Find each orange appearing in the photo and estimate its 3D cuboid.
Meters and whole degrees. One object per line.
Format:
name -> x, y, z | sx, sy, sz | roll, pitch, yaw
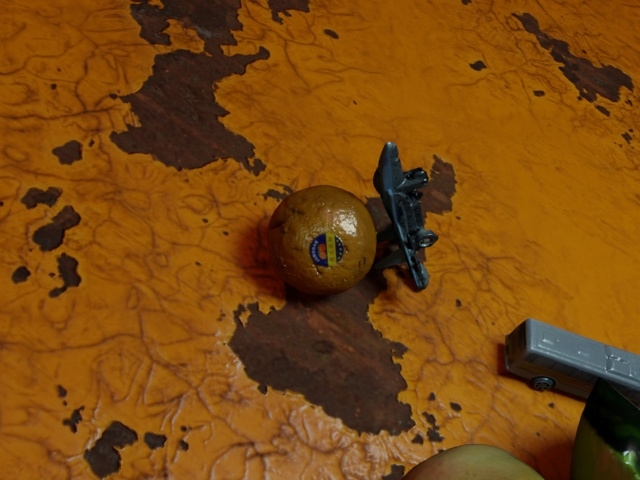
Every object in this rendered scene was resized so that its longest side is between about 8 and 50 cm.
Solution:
orange -> 0.001, -0.002, 0.983 | 0.135, 0.136, 0.117 | 14, 16, -12

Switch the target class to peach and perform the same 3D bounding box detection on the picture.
peach -> 0.145, 0.289, 0.778 | 0.184, 0.184, 0.184 | 12, 50, -14

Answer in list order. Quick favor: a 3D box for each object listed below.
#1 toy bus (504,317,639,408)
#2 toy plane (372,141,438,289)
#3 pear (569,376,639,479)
toy bus -> 0.328, 0.158, 1.022 | 0.190, 0.075, 0.064 | 18, 48, -7
toy plane -> 0.100, -0.043, 0.990 | 0.078, 0.246, 0.169 | -11, 55, -5
pear -> 0.381, 0.330, 0.788 | 0.398, 0.165, 0.399 | 39, 5, -4
